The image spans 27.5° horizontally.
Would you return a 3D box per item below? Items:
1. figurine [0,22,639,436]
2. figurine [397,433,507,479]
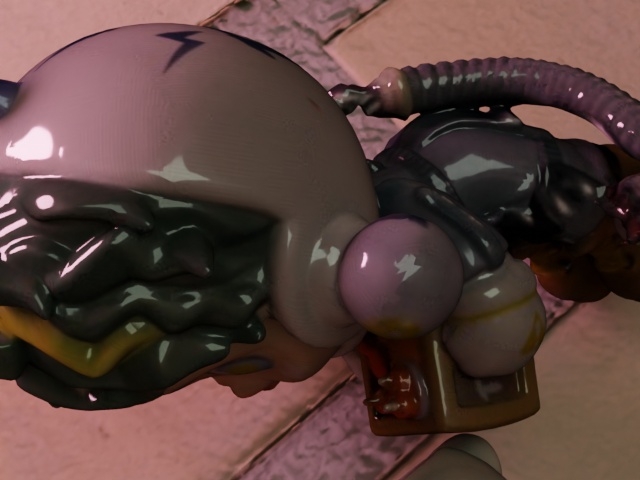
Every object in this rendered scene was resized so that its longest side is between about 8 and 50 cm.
[{"bbox_3d":[-0.002,0.002,0.619,0.382,0.261,0.186,4,74,-30],"label":"figurine"},{"bbox_3d":[0.087,0.221,0.596,0.155,0.127,0.235,-31,77,-37],"label":"figurine"}]
